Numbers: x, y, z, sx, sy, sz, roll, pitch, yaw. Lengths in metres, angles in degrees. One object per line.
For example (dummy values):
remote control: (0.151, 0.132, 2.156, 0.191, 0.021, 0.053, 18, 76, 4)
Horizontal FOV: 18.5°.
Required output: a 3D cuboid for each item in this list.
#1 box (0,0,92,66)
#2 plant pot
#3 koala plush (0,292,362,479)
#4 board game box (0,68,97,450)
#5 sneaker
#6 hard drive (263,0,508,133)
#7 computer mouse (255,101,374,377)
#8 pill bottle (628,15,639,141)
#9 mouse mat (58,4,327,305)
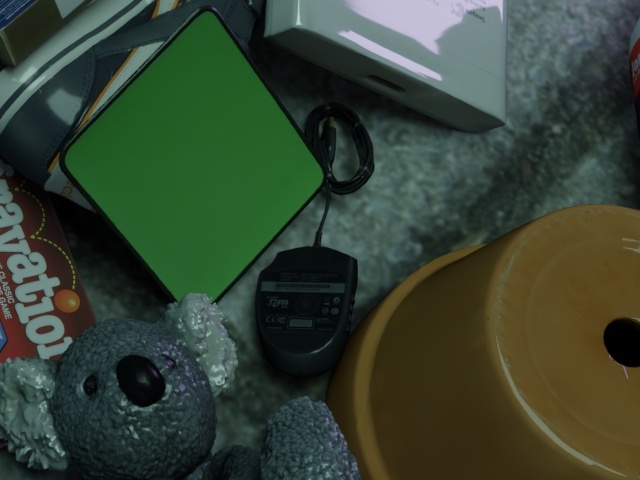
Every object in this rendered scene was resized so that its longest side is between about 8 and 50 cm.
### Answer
box: (-0.248, -0.187, 1.394, 0.225, 0.036, 0.136, 15, 49, 38)
plant pot: (0.168, 0.107, 1.342, 0.291, 0.203, 0.291, 8, 61, -14)
koala plush: (-0.105, 0.143, 1.249, 0.196, 0.203, 0.221, -25, 62, -15)
board game box: (-0.247, 0.010, 1.353, 0.145, 0.027, 0.281, -14, 69, -26)
sneaker: (-0.104, -0.137, 1.423, 0.127, 0.126, 0.321, 43, 59, 1)
hard drive: (0.059, -0.282, 1.514, 0.233, 0.047, 0.353, 20, 65, -41)
computer mouse: (0.000, 0.000, 1.442, 0.071, 0.041, 0.242, 3, 54, 11)
pill bottle: (0.335, -0.084, 1.512, 0.181, 0.181, 0.323, 5, 62, -17)
mouse mat: (-0.083, -0.050, 1.354, 0.152, 0.190, 0.007, -47, 43, -13)
